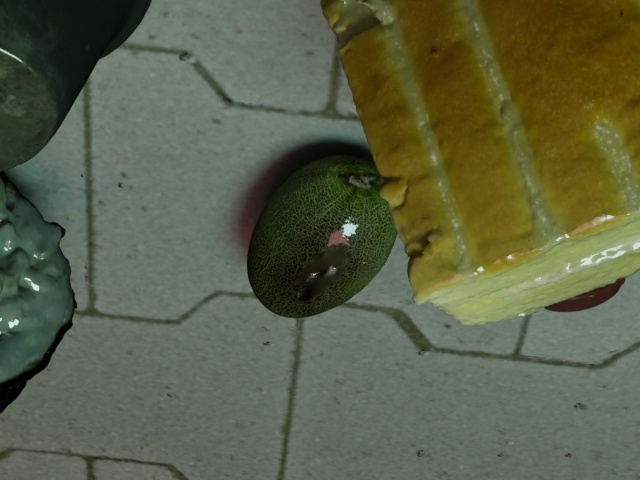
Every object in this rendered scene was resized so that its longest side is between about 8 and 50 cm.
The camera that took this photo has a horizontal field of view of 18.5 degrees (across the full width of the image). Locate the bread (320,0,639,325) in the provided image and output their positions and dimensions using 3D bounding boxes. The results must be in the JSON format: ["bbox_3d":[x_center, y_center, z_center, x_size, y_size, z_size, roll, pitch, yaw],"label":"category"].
[{"bbox_3d":[0.141,-0.097,1.220,0.239,0.246,0.111,-22,159,19],"label":"bread"}]

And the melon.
[{"bbox_3d":[0.000,0.000,1.489,0.099,0.099,0.162,18,139,-17],"label":"melon"}]

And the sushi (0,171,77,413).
[{"bbox_3d":[-0.351,-0.001,1.444,0.350,0.211,0.171,35,138,-25],"label":"sushi"}]

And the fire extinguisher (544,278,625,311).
[{"bbox_3d":[0.186,-0.062,1.385,0.105,0.104,0.269,2,141,3],"label":"fire extinguisher"}]

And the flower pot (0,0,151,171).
[{"bbox_3d":[-0.233,-0.140,1.292,0.235,0.148,0.235,4,142,3],"label":"flower pot"}]
